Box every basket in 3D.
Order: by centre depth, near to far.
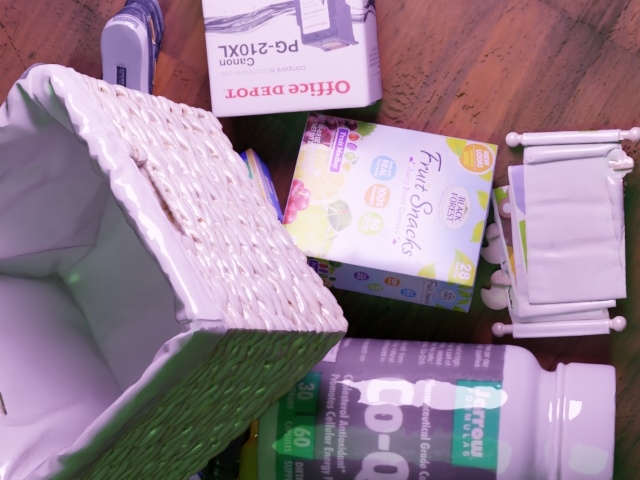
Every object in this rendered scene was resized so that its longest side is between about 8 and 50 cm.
[{"bbox_3d":[-0.208,0.056,1.742,0.331,0.266,0.328,-45,64,26],"label":"basket"}]

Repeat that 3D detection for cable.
[{"bbox_3d":[-0.076,0.170,1.952,0.072,0.139,0.287,13,81,-13],"label":"cable"}]

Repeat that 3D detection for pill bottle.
[{"bbox_3d":[0.126,0.207,1.858,0.361,0.204,0.204,2,99,8],"label":"pill bottle"}]

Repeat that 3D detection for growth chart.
[{"bbox_3d":[0.253,-0.007,1.882,0.172,0.021,0.237,5,100,23],"label":"growth chart"}]

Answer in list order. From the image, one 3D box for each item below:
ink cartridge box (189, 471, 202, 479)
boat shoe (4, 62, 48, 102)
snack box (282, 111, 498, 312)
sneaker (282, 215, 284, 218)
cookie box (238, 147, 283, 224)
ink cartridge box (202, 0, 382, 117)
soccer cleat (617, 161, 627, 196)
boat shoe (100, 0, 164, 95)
[{"bbox_3d":[-0.256,0.342,1.941,0.303,0.307,0.072,54,147,3],"label":"ink cartridge box"},{"bbox_3d":[-0.337,-0.043,1.945,0.119,0.121,0.335,43,112,29],"label":"boat shoe"},{"bbox_3d":[0.071,-0.031,1.850,0.207,0.070,0.174,10,62,3],"label":"snack box"},{"bbox_3d":[0.000,0.000,1.911,0.162,0.073,0.063,-10,97,11],"label":"sneaker"},{"bbox_3d":[-0.102,-0.035,1.913,0.107,0.092,0.040,-28,137,11],"label":"cookie box"},{"bbox_3d":[-0.033,-0.253,1.861,0.172,0.100,0.237,-4,98,10],"label":"ink cartridge box"},{"bbox_3d":[0.306,-0.046,1.879,0.035,0.029,0.083,4,104,4],"label":"soccer cleat"},{"bbox_3d":[-0.204,-0.178,1.924,0.065,0.083,0.183,17,128,6],"label":"boat shoe"}]
